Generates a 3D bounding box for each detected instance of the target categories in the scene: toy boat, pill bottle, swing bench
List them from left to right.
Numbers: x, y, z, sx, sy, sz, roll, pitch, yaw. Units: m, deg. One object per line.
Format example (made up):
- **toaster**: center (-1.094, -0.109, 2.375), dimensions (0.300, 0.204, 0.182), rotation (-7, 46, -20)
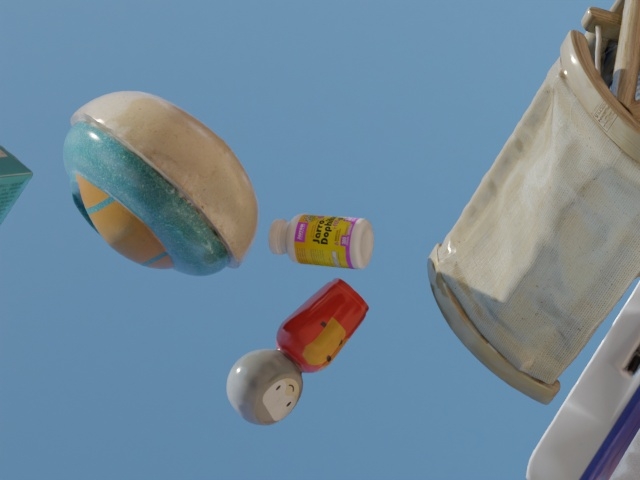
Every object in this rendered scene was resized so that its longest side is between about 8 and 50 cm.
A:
- **toy boat**: center (-0.107, 0.011, 1.553), dimensions (0.318, 0.267, 0.148), rotation (46, -100, -10)
- **pill bottle**: center (0.000, 0.000, 1.511), dimensions (0.043, 0.083, 0.043), rotation (5, -90, -70)
- **swing bench**: center (0.218, -0.050, 1.440), dimensions (0.165, 0.253, 0.255), rotation (37, -142, 9)

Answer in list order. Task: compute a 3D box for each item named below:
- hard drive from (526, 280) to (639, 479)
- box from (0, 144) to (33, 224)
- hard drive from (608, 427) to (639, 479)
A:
- **hard drive**: center (0.252, 0.070, 1.195), dimensions (0.040, 0.210, 0.319), rotation (34, -169, 23)
- **box**: center (-0.308, 0.022, 1.232), dimensions (0.100, 0.244, 0.060), rotation (38, -165, 11)
- **hard drive**: center (0.121, 0.171, 0.779), dimensions (0.054, 0.172, 0.254), rotation (28, -128, 12)
